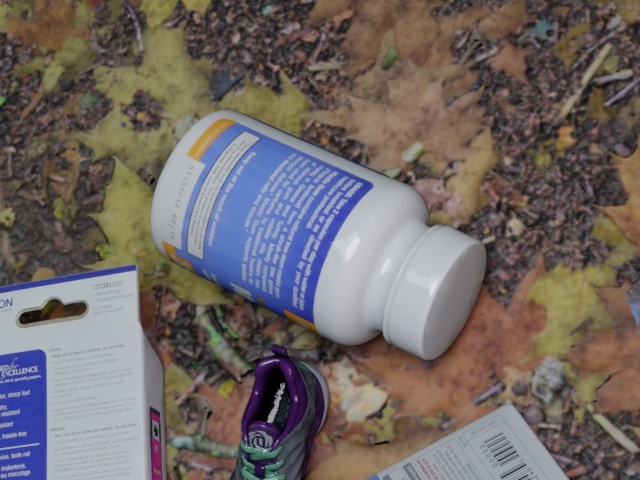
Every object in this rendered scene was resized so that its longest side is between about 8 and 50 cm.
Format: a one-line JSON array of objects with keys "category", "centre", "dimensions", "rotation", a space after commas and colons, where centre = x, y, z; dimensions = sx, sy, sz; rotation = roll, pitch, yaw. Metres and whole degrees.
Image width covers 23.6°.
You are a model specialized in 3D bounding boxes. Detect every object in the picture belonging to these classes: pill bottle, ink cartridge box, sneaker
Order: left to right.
[{"category": "ink cartridge box", "centre": [-0.229, 0.214, 1.371], "dimensions": [0.175, 0.069, 0.371], "rotation": [-10, 70, 14]}, {"category": "sneaker", "centre": [-0.053, 0.202, 1.303], "dimensions": [0.083, 0.098, 0.224], "rotation": [3, 71, 18]}, {"category": "pill bottle", "centre": [0.000, 0.000, 1.334], "dimensions": [0.272, 0.152, 0.152], "rotation": [26, 79, 24]}]

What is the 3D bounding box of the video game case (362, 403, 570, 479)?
[{"category": "video game case", "centre": [0.100, 0.308, 1.167], "dimensions": [0.300, 0.036, 0.329], "rotation": [-27, 46, -8]}]
